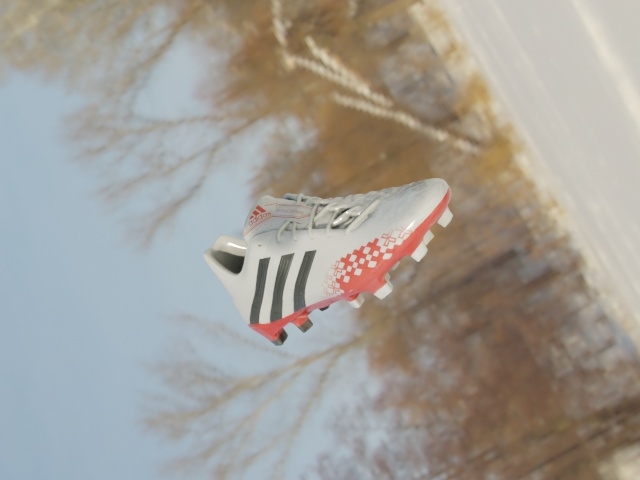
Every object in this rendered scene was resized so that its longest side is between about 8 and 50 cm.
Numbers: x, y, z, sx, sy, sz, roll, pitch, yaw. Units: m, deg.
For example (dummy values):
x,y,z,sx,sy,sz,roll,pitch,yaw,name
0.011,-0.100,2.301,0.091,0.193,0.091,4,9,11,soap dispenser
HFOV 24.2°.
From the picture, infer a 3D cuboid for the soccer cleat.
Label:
x,y,z,sx,sy,sz,roll,pitch,yaw,name
0.000,0.000,0.380,0.035,0.083,0.029,48,-129,-9,soccer cleat
